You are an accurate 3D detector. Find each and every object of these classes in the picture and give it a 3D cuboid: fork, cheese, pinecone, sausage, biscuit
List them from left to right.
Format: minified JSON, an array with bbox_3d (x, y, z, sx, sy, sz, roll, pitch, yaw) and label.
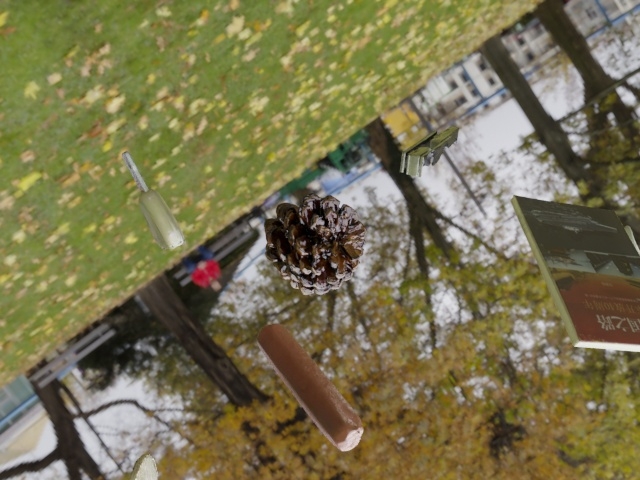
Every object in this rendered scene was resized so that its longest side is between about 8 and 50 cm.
[{"bbox_3d":[-0.294,0.428,1.244,0.020,0.152,0.152,2,-166,5],"label":"biscuit"},{"bbox_3d":[-0.307,-0.073,1.359,0.037,0.192,0.097,-30,-169,-25],"label":"cheese"},{"bbox_3d":[-0.012,0.122,0.649,0.035,0.147,0.030,-1,124,-38],"label":"sausage"},{"bbox_3d":[0.000,0.000,1.583,0.221,0.221,0.221,-34,-172,6],"label":"pinecone"},{"bbox_3d":[0.815,0.064,1.901,0.028,0.220,0.034,-21,175,-37],"label":"fork"}]

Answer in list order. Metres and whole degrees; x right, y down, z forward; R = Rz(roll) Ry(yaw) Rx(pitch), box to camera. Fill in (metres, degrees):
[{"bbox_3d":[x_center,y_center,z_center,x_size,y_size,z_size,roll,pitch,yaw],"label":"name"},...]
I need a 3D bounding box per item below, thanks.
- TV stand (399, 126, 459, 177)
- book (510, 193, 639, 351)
[{"bbox_3d":[0.193,-0.157,1.294,0.042,0.036,0.249,12,-157,21],"label":"TV stand"},{"bbox_3d":[0.545,0.061,1.493,0.374,0.262,0.028,-101,-153,-42],"label":"book"}]
